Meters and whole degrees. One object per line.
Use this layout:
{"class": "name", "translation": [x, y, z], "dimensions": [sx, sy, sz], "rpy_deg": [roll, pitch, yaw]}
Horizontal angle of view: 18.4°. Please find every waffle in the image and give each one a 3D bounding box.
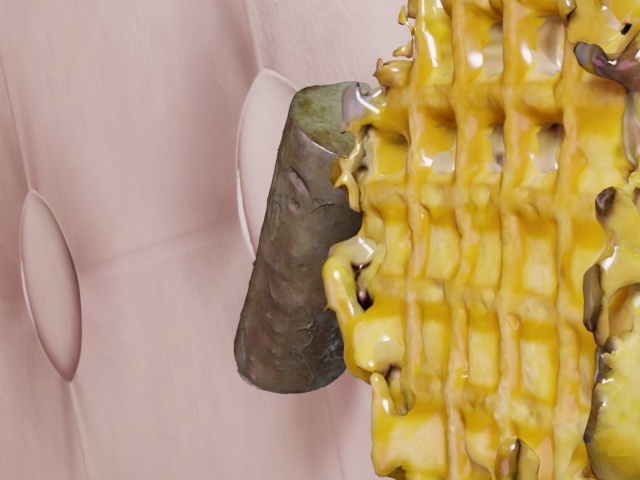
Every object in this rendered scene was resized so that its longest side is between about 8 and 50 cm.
{"class": "waffle", "translation": [0.074, -0.007, 0.792], "dimensions": [0.280, 0.060, 0.262], "rpy_deg": [-108, 33, -41]}

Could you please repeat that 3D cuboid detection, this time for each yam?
{"class": "yam", "translation": [0.000, 0.000, 1.022], "dimensions": [0.068, 0.068, 0.169], "rpy_deg": [57, 144, 40]}
